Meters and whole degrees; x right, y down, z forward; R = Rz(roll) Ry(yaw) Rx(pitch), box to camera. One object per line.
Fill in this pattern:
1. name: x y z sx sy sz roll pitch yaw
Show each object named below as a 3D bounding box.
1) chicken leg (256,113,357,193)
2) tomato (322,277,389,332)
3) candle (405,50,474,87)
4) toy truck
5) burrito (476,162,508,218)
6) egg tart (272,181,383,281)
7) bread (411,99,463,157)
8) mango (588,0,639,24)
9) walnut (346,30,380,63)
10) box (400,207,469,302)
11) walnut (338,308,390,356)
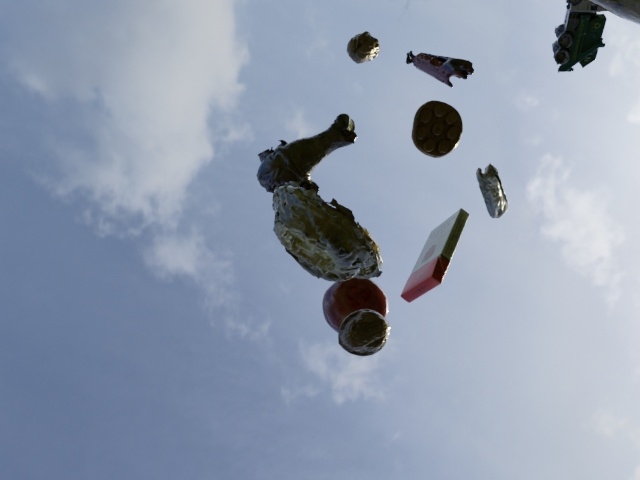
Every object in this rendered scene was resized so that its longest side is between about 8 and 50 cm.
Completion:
1. chicken leg: -0.044 -0.244 1.727 0.140 0.360 0.212 -18 -91 -68
2. tomato: 0.101 0.192 1.536 0.195 0.195 0.136 5 -149 -18
3. candle: 0.345 -0.529 1.629 0.059 0.084 0.302 34 -171 -39
4. toy truck: 0.652 -0.534 1.346 0.116 0.216 0.110 8 -145 14
5. burrito: 0.398 -0.109 1.248 0.058 0.188 0.045 -37 -134 1
6. egg tart: 0.000 0.000 1.069 0.278 0.279 0.095 36 -108 3
7. bread: 0.223 -0.214 1.041 0.110 0.024 0.110 -1 -84 -13
8. mango: 0.572 -0.475 0.972 0.329 0.176 0.176 13 -88 15
9. walnut: 0.112 -0.501 1.411 0.078 0.083 0.096 26 -144 22
10. box: 0.286 0.036 1.346 0.035 0.139 0.245 38 -126 -5
11. walnut: 0.099 0.212 1.243 0.124 0.105 0.105 -23 -112 -5
